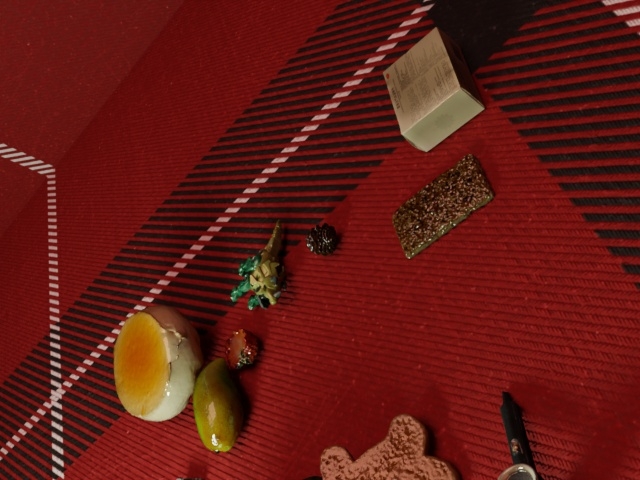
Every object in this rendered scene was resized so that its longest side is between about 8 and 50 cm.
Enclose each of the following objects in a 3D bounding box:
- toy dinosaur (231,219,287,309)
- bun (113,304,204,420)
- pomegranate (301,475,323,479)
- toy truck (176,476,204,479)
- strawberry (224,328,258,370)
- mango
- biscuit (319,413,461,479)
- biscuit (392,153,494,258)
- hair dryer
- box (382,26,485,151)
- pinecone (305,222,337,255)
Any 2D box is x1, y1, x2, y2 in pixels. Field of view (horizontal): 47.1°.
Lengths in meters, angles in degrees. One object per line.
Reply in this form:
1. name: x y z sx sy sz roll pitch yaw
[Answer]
1. toy dinosaur: -0.138 0.065 1.810 0.153 0.094 0.259 -29 42 35
2. bun: -0.396 0.312 1.893 0.299 0.165 0.299 -5 83 45
3. pomegranate: -0.007 0.525 1.395 0.122 0.122 0.161 -38 82 28
4. toy truck: -0.312 0.581 1.741 0.083 0.044 0.039 -14 56 43
5. strawberry: -0.190 0.264 1.786 0.104 0.048 0.152 -66 22 7
6. mango: -0.239 0.378 1.721 0.125 0.111 0.233 -28 48 28
7. biscuit: 0.076 0.449 1.304 0.324 0.049 0.205 -33 53 -1
8. biscuit: 0.243 -0.070 1.506 0.231 0.025 0.131 -40 44 26
9. hair dryer: 0.324 0.338 1.149 0.070 0.128 0.255 -34 25 23
10. box: 0.240 -0.328 1.598 0.168 0.095 0.212 -35 46 29
11. pinecone: 0.000 0.000 1.698 0.083 0.077 0.077 -13 60 48
